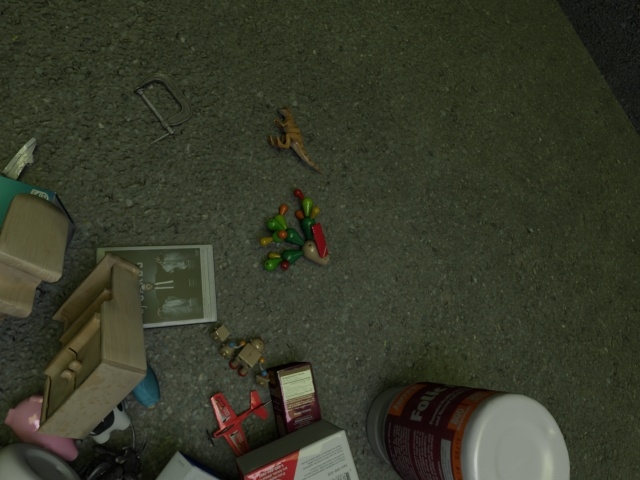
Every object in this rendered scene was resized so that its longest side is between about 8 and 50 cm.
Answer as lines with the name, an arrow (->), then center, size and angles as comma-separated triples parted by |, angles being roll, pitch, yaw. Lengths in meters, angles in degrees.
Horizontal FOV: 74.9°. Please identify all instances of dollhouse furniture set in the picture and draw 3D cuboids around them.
dollhouse furniture set -> -0.470, 0.088, 0.584 | 0.362, 0.256, 0.394 | -45, 131, 10

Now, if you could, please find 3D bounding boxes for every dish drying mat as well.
dish drying mat -> 0.000, 0.000, 1.015 | 0.032, 0.008, 0.083 | -30, 110, -46

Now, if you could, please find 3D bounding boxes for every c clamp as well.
c clamp -> -0.385, -0.326, 1.004 | 0.137, 0.022, 0.160 | -33, 90, -25

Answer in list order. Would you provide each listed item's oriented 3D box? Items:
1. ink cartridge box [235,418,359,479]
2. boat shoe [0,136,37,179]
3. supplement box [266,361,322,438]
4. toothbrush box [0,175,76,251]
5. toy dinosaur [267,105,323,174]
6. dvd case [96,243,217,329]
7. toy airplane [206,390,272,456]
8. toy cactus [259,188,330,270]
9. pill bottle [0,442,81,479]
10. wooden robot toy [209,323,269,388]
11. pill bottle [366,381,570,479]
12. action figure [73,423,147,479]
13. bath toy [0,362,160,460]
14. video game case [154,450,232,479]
ink cartridge box -> -0.021, 0.510, 0.773 | 0.197, 0.114, 0.272 | -14, 84, -23
boat shoe -> -0.615, -0.169, 0.869 | 0.035, 0.035, 0.100 | 41, 58, -38
supplement box -> -0.054, 0.367, 0.913 | 0.081, 0.104, 0.188 | -8, 79, -23
toothbrush box -> -0.622, -0.043, 0.730 | 0.296, 0.216, 0.126 | 17, 70, -16
toy dinosaur -> -0.070, -0.261, 1.091 | 0.112, 0.064, 0.211 | -22, 86, -26
dvd case -> -0.351, 0.099, 0.905 | 0.239, 0.030, 0.179 | -2, 77, -23
toy airplane -> -0.175, 0.383, 0.902 | 0.151, 0.028, 0.151 | 5, 76, -22
toy cactus -> -0.047, -0.005, 1.023 | 0.181, 0.112, 0.218 | 37, 56, -21
pill bottle -> -0.484, 0.439, 0.583 | 0.146, 0.146, 0.264 | 42, 68, -7
wooden robot toy -> -0.162, 0.245, 0.928 | 0.173, 0.076, 0.079 | 42, 42, 0
pill bottle -> 0.269, 0.416, 0.870 | 0.224, 0.392, 0.223 | 6, 74, -21
action figure -> -0.387, 0.470, 0.719 | 0.275, 0.164, 0.140 | -53, 143, -31
bath toy -> -0.477, 0.318, 0.741 | 0.348, 0.151, 0.128 | -33, 127, -22
video game case -> -0.247, 0.537, 0.738 | 0.244, 0.061, 0.269 | -52, 135, -25
